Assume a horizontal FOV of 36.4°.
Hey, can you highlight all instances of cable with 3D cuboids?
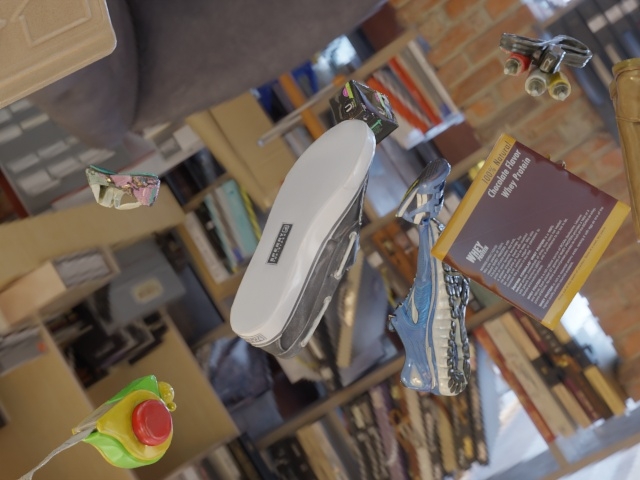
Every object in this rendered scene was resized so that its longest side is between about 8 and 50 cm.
[{"bbox_3d":[0.366,-0.297,1.607,0.072,0.139,0.287,-64,169,25],"label":"cable"}]

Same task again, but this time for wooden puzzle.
[{"bbox_3d":[-0.474,-0.372,1.384,0.322,0.080,0.348,-34,137,-27],"label":"wooden puzzle"}]

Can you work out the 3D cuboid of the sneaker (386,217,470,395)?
[{"bbox_3d":[0.185,0.116,1.775,0.147,0.330,0.129,-7,161,30],"label":"sneaker"}]

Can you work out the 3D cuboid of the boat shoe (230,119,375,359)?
[{"bbox_3d":[0.000,0.000,1.181,0.108,0.102,0.301,7,-112,46],"label":"boat shoe"}]

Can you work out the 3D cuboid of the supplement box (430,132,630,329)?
[{"bbox_3d":[0.283,-0.014,1.337,0.191,0.194,0.129,-59,172,7],"label":"supplement box"}]

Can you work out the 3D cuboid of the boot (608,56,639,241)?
[{"bbox_3d":[0.527,-0.142,1.546,0.089,0.270,0.236,-9,173,12],"label":"boot"}]

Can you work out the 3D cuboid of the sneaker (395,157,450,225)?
[{"bbox_3d":[0.171,-0.074,1.510,0.053,0.059,0.144,-60,-177,-37],"label":"sneaker"}]

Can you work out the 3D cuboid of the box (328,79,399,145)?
[{"bbox_3d":[0.063,-0.186,1.417,0.083,0.062,0.052,16,136,-44],"label":"box"}]

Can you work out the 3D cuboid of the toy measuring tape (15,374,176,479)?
[{"bbox_3d":[-0.310,0.310,1.426,0.121,0.121,0.330,-36,-178,35],"label":"toy measuring tape"}]

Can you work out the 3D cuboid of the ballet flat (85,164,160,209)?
[{"bbox_3d":[-0.397,-0.101,1.908,0.221,0.079,0.076,11,178,42],"label":"ballet flat"}]

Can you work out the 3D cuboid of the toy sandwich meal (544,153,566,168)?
[{"bbox_3d":[0.322,-0.102,1.449,0.085,0.029,0.085,-26,-163,9],"label":"toy sandwich meal"}]
